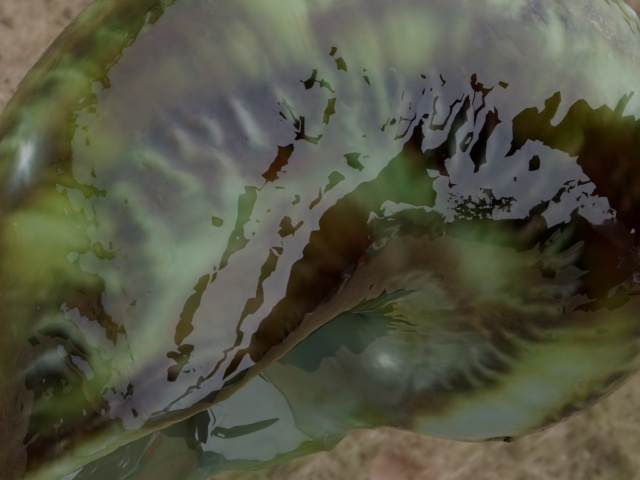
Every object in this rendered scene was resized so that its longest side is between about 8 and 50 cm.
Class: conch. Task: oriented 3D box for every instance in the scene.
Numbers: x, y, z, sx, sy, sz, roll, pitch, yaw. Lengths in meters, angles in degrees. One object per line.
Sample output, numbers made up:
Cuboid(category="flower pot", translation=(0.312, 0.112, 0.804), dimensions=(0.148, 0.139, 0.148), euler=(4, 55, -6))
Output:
Cuboid(category="conch", translation=(-0.001, -0.002, 0.410), dimensions=(0.181, 0.187, 0.124), euler=(24, 35, -55))
